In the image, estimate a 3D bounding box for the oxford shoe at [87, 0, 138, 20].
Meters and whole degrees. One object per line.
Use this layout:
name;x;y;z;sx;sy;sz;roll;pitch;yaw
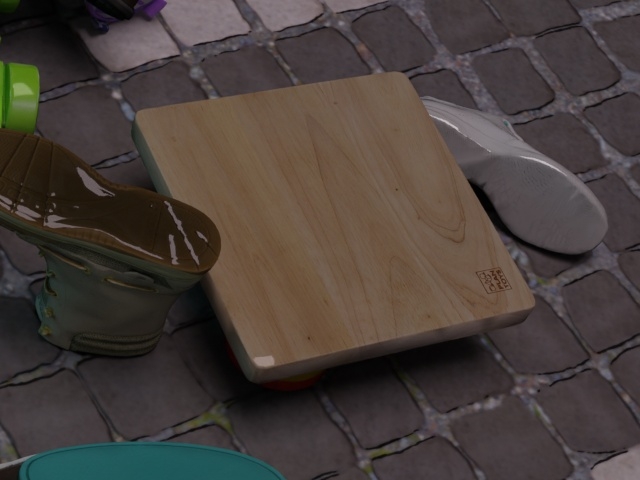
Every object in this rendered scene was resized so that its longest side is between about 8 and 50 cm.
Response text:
oxford shoe;-0.213;-0.282;1.634;0.096;0.083;0.227;-38;72;1

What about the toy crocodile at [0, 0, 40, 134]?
toy crocodile;-0.301;-0.157;1.592;0.115;0.105;0.340;2;57;-19

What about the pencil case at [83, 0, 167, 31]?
pencil case;-0.201;-0.293;1.721;0.088;0.086;0.206;5;56;-58

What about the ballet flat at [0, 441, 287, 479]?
ballet flat;-0.208;0.218;1.295;0.400;0.139;0.139;-2;53;-30

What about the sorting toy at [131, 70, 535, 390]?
sorting toy;0.000;0.000;1.574;0.255;0.089;0.257;-11;58;-27

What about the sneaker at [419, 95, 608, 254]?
sneaker;0.167;-0.070;1.710;0.212;0.080;0.094;32;30;4

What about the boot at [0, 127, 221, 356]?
boot;-0.197;0.008;1.442;0.213;0.165;0.077;22;54;-11
